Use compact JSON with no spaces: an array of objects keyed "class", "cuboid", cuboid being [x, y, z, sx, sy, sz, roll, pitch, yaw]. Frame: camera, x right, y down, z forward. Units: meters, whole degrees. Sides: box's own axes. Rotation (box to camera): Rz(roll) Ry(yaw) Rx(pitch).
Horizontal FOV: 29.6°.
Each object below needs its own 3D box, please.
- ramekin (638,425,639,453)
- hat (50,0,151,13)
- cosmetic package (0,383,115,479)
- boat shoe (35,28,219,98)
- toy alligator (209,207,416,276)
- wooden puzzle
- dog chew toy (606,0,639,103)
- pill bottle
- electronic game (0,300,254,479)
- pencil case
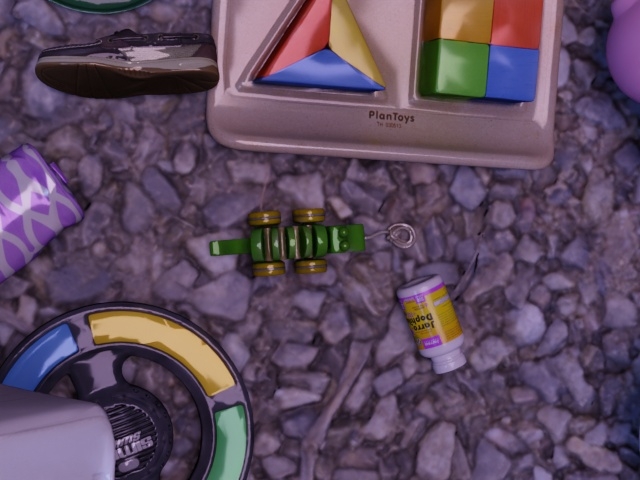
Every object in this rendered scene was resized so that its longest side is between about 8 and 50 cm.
[{"class":"ramekin","cuboid":[0.424,0.175,1.041,0.273,0.127,0.273,-9,130,-10]},{"class":"hat","cuboid":[-0.178,-0.294,0.944,0.173,0.183,0.208,-25,96,-11]},{"class":"cosmetic package","cuboid":[-0.361,0.259,0.734,0.327,0.394,0.329,-7,97,-45]},{"class":"boat shoe","cuboid":[-0.161,-0.152,1.020,0.152,0.056,0.049,1,66,-7]},{"class":"toy alligator","cuboid":[0.000,0.000,1.053,0.190,0.051,0.056,-4,91,-13]},{"class":"wooden puzzle","cuboid":[0.071,-0.243,1.054,0.322,0.080,0.347,3,89,-12]},{"class":"dog chew toy","cuboid":[0.386,-0.105,1.073,0.332,0.206,0.206,45,81,-1]},{"class":"pill bottle","cuboid":[0.101,0.075,1.080,0.043,0.043,0.083,-23,95,-12]},{"class":"electronic game","cuboid":[-0.169,0.166,1.017,0.229,0.048,0.229,0,90,-13]},{"class":"pencil case","cuboid":[-0.289,0.007,0.969,0.206,0.088,0.086,-35,94,-10]}]
